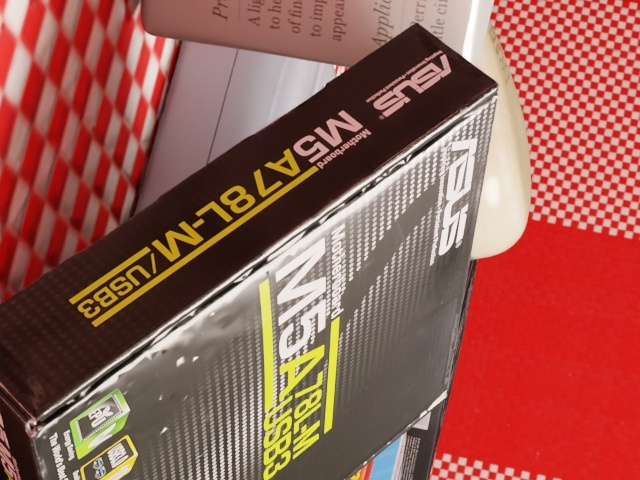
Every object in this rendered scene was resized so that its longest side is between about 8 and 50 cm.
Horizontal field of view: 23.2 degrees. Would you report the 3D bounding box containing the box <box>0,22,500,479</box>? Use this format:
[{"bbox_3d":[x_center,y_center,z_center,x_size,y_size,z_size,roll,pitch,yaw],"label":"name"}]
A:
[{"bbox_3d":[-0.024,0.045,0.526,0.184,0.045,0.190,-34,151,-25],"label":"box"}]

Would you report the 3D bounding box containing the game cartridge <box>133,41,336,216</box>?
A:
[{"bbox_3d":[-0.035,0.015,0.731,0.294,0.060,0.196,79,20,-73],"label":"game cartridge"}]

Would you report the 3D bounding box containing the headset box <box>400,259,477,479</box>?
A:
[{"bbox_3d":[0.094,0.122,1.694,0.293,0.110,0.218,-60,161,-68],"label":"headset box"}]

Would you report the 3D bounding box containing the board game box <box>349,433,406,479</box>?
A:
[{"bbox_3d":[-0.001,0.337,1.383,0.308,0.086,0.302,91,12,-56],"label":"board game box"}]

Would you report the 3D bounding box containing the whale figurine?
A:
[{"bbox_3d":[0.074,-0.114,1.196,0.216,0.141,0.272,-61,137,-69],"label":"whale figurine"}]

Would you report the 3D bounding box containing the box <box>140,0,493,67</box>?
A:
[{"bbox_3d":[0.018,-0.180,0.538,0.182,0.119,0.181,-71,170,-49],"label":"box"}]
